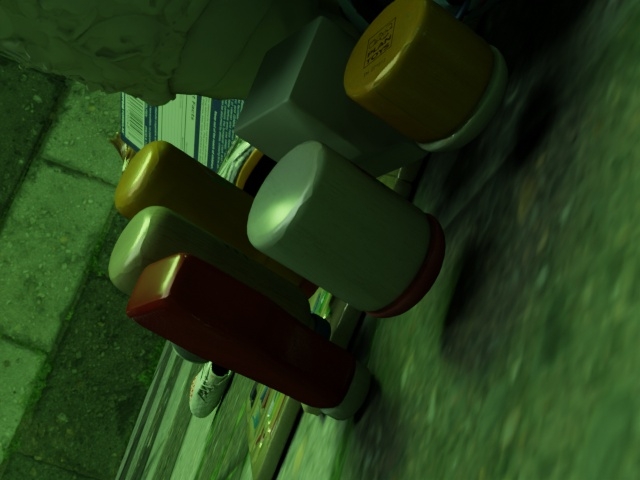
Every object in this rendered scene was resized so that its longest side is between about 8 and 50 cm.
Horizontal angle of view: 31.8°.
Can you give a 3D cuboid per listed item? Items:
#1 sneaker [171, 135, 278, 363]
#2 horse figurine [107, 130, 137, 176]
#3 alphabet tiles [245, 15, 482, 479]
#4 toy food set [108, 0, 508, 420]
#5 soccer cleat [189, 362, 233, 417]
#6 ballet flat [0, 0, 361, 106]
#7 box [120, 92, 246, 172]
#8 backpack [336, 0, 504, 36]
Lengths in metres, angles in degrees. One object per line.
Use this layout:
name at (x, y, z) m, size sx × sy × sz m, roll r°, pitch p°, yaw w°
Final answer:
sneaker at (-0.049, -0.005, 0.718) m, size 0.083 × 0.084 × 0.215 m, roll -95°, pitch 28°, yaw -63°
horse figurine at (-0.104, -0.076, 1.099) m, size 0.263 × 0.066 × 0.175 m, roll -10°, pitch 47°, yaw 30°
alphabet tiles at (0.025, -0.041, 0.640) m, size 0.285 × 0.011 × 0.343 m, roll -135°, pitch 66°, yaw -83°
toy food set at (0.000, 0.000, 0.435) m, size 0.232 × 0.104 × 0.111 m, roll -22°, pitch 43°, yaw 53°
soccer cleat at (-0.091, 0.118, 0.959) m, size 0.083 × 0.029 × 0.035 m, roll -62°, pitch 4°, yaw 13°
ballet flat at (-0.026, -0.132, 0.556) m, size 0.409 × 0.147 × 0.147 m, roll -49°, pitch -17°, yaw -72°
box at (-0.075, -0.084, 0.841) m, size 0.036 × 0.225 × 0.136 m, roll -23°, pitch -43°, yaw -34°
backpack at (0.046, -0.160, 0.397) m, size 0.158 × 0.116 × 0.173 m, roll 171°, pitch 85°, yaw -73°
